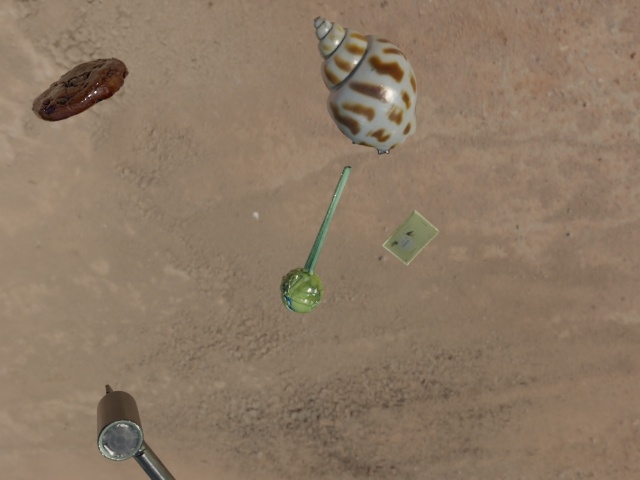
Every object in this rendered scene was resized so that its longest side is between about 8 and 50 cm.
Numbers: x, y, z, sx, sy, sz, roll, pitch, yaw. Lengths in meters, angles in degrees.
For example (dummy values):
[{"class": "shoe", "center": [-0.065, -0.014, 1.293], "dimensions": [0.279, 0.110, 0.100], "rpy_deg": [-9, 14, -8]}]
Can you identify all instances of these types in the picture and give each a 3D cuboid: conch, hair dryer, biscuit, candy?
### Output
[{"class": "conch", "center": [0.086, -0.311, 1.288], "dimensions": [0.275, 0.182, 0.148], "rpy_deg": [38, 150, 3]}, {"class": "hair dryer", "center": [-0.336, 0.401, 1.272], "dimensions": [0.078, 0.195, 0.248], "rpy_deg": [-32, 108, -11]}, {"class": "biscuit", "center": [-0.451, -0.287, 1.256], "dimensions": [0.192, 0.192, 0.049], "rpy_deg": [-10, 125, 17]}, {"class": "candy", "center": [0.000, 0.000, 1.400], "dimensions": [0.092, 0.093, 0.335], "rpy_deg": [15, 107, -22]}]

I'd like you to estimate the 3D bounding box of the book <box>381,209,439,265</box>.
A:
[{"class": "book", "center": [0.203, -0.006, 1.510], "dimensions": [0.077, 0.014, 0.111], "rpy_deg": [39, 107, -9]}]
